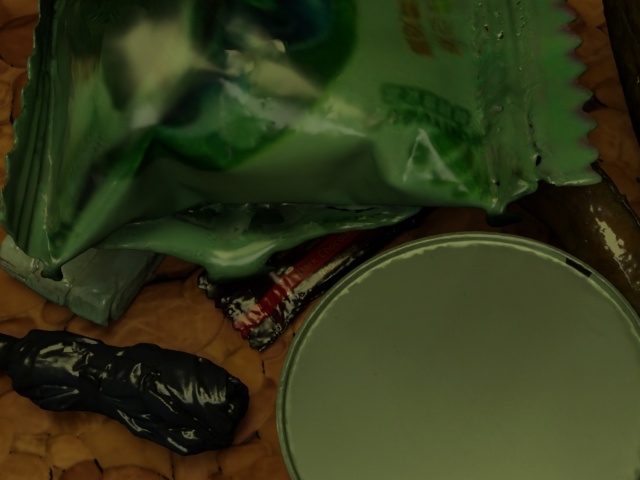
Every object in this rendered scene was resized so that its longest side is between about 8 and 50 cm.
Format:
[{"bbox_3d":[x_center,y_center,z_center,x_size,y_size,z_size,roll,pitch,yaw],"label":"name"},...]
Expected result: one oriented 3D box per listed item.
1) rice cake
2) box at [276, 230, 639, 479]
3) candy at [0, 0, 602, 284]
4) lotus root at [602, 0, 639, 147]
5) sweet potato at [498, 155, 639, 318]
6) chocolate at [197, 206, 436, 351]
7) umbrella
[{"bbox_3d":[-0.150,-0.038,1.158,0.124,0.038,0.211,28,66,25],"label":"rice cake"},{"bbox_3d":[0.096,0.128,0.942,0.226,0.149,0.226,-5,57,7],"label":"box"},{"bbox_3d":[-0.011,-0.115,1.062,0.398,0.172,0.262,-7,64,4],"label":"candy"},{"bbox_3d":[0.304,-0.135,1.054,0.196,0.179,0.397,-9,58,2],"label":"lotus root"},{"bbox_3d":[0.169,-0.041,1.083,0.075,0.075,0.273,-30,58,-9],"label":"sweet potato"},{"bbox_3d":[0.000,0.000,1.115,0.182,0.028,0.086,-39,65,-12],"label":"chocolate"},{"bbox_3d":[-0.170,0.091,1.065,0.248,0.071,0.071,15,62,18],"label":"umbrella"}]
